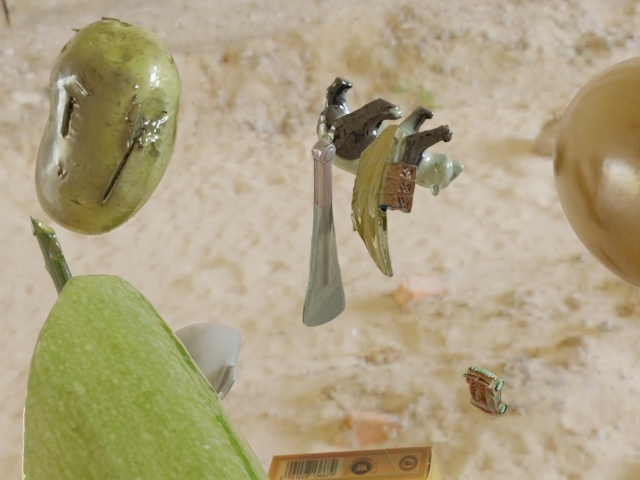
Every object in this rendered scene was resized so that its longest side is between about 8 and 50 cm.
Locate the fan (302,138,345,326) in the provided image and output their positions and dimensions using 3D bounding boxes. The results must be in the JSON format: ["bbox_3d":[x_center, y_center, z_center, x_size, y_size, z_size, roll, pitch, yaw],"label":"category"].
[{"bbox_3d":[0.000,0.000,1.330,0.057,0.282,0.023,-22,50,-16],"label":"fan"}]

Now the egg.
[{"bbox_3d":[0.372,-0.073,1.268,0.250,0.250,0.322,-14,28,-14],"label":"egg"}]

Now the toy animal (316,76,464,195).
[{"bbox_3d":[0.101,-0.136,1.708,0.225,0.121,0.094,16,19,-25],"label":"toy animal"}]

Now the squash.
[{"bbox_3d":[-0.125,0.178,0.783,0.189,0.189,0.260,-25,64,-31],"label":"squash"}]

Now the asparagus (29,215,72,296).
[{"bbox_3d":[-0.246,0.025,1.133,0.021,0.108,0.025,-23,15,-16],"label":"asparagus"}]

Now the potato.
[{"bbox_3d":[-0.245,-0.127,1.384,0.143,0.248,0.169,14,7,-42],"label":"potato"}]

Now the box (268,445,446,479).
[{"bbox_3d":[0.069,0.419,1.954,0.274,0.174,0.076,-7,42,20],"label":"box"}]

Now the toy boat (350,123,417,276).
[{"bbox_3d":[0.073,-0.046,1.369,0.066,0.172,0.065,4,-11,16],"label":"toy boat"}]

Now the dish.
[{"bbox_3d":[-0.194,0.192,1.544,0.086,0.236,0.228,30,40,-16],"label":"dish"}]

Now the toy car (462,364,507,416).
[{"bbox_3d":[0.253,0.237,1.874,0.059,0.122,0.035,23,57,29],"label":"toy car"}]
